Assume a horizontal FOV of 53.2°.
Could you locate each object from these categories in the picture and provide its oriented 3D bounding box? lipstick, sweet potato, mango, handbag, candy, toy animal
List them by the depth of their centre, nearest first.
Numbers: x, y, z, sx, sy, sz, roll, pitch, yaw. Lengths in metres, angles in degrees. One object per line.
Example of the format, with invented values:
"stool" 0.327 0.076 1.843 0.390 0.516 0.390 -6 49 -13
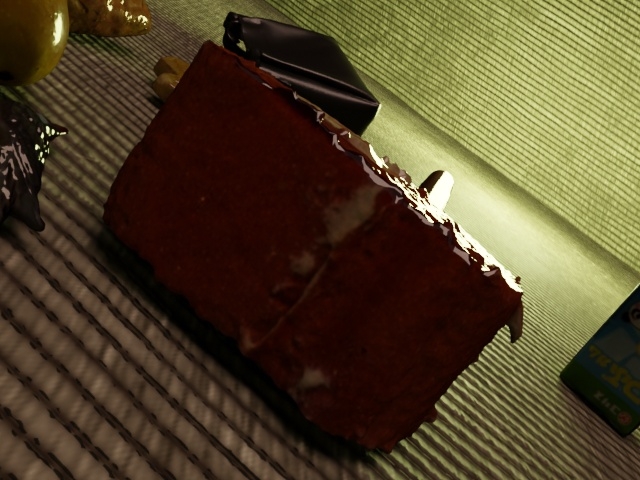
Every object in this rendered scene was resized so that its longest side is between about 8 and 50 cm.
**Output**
"toy animal" -0.198 -0.053 0.388 0.105 0.070 0.202 41 12 -16
"mango" -0.275 -0.221 0.513 0.099 0.136 0.228 -27 74 -25
"candy" 0.368 0.112 0.707 0.097 0.194 0.062 45 20 29
"sweet potato" -0.288 -0.288 0.722 0.097 0.097 0.251 45 23 26
"lipstick" 0.180 -0.069 1.041 0.057 0.057 0.356 37 20 5
"handbag" -0.045 -0.305 1.149 0.257 0.113 0.285 16 33 -31

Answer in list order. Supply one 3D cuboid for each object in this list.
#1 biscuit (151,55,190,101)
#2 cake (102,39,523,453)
"biscuit" -0.116 -0.141 0.751 0.166 0.036 0.225 13 31 -46
"cake" 0.000 0.000 0.444 0.283 0.151 0.177 39 7 11
